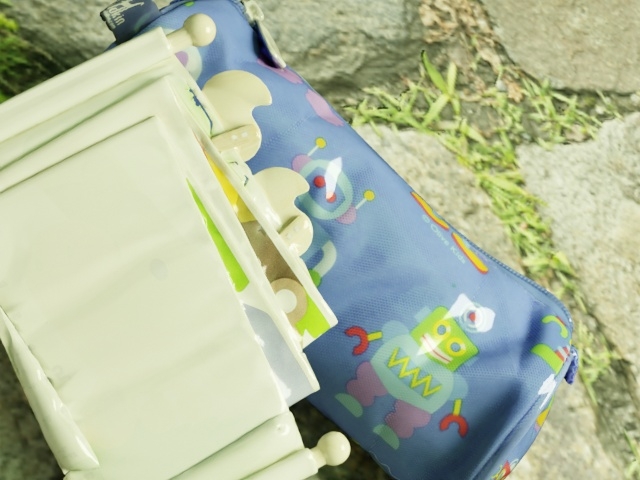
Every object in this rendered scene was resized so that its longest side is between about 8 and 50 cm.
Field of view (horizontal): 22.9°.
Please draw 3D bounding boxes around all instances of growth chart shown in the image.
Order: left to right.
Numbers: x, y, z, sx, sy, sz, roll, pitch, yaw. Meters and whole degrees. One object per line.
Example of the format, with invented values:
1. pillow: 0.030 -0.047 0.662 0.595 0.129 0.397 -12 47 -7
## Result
1. growth chart: -0.077 0.024 0.732 0.172 0.021 0.237 -20 88 -14

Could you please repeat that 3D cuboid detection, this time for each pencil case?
1. pencil case: 0.000 0.000 0.818 0.306 0.133 0.119 44 6 2

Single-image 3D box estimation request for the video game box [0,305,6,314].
1. video game box: -0.246 0.002 0.721 0.187 0.048 0.205 40 47 3
